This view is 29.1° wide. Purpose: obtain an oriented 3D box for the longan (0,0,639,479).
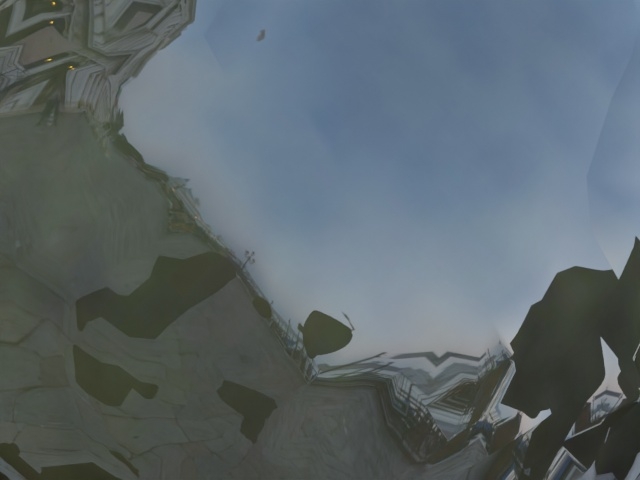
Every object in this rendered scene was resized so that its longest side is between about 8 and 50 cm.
[{"bbox_3d":[0.000,0.000,0.543,0.391,0.391,0.391,38,10,-8],"label":"longan"}]
